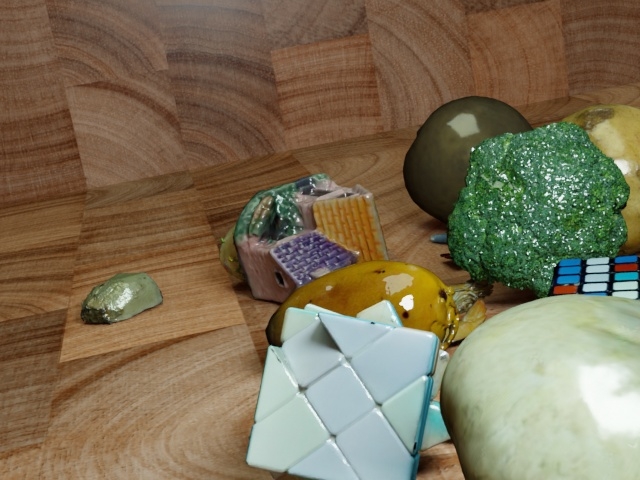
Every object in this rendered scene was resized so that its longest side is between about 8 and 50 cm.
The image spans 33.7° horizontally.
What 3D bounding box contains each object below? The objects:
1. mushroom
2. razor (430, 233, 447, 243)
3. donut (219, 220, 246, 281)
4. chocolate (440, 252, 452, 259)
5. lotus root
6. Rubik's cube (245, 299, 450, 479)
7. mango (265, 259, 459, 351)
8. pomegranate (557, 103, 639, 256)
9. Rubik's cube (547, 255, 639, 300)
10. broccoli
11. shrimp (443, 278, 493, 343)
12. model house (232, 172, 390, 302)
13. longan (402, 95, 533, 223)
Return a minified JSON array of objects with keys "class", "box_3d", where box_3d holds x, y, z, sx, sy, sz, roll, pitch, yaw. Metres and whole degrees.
[{"class":"mushroom","box_3d":[0.262,0.199,0.923,0.352,0.260,0.352,21,25,-10]},{"class":"razor","box_3d":[0.273,-0.003,2.127,0.068,0.040,0.135,-20,11,-36]},{"class":"donut","box_3d":[-0.117,0.013,2.082,0.175,0.174,0.068,-17,48,-27]},{"class":"chocolate","box_3d":[0.322,0.019,2.017,0.183,0.028,0.086,-13,8,-15]},{"class":"lotus root","box_3d":[-0.399,0.108,2.052,0.143,0.070,0.144,0,18,32]},{"class":"Rubik's cube","box_3d":[0.041,0.194,1.203,0.224,0.265,0.213,11,-7,9]},{"class":"mango","box_3d":[0.063,0.120,1.559,0.287,0.152,0.201,-16,48,24]},{"class":"pomegranate","box_3d":[0.514,-0.110,1.892,0.281,0.281,0.281,-9,15,2]},{"class":"Rubik's cube","box_3d":[0.375,0.128,1.274,0.182,0.187,0.184,-4,18,19]},{"class":"broccoli","box_3d":[0.351,-0.038,1.726,0.308,0.307,0.275,-13,-6,-12]},{"class":"shrimp","box_3d":[0.204,0.111,1.692,0.150,0.068,0.249,18,34,35]},{"class":"model house","box_3d":[0.000,0.000,1.947,0.237,0.202,0.237,-20,17,-33]},{"class":"longan","box_3d":[0.317,-0.160,2.224,0.297,0.297,0.297,-9,15,2]}]
